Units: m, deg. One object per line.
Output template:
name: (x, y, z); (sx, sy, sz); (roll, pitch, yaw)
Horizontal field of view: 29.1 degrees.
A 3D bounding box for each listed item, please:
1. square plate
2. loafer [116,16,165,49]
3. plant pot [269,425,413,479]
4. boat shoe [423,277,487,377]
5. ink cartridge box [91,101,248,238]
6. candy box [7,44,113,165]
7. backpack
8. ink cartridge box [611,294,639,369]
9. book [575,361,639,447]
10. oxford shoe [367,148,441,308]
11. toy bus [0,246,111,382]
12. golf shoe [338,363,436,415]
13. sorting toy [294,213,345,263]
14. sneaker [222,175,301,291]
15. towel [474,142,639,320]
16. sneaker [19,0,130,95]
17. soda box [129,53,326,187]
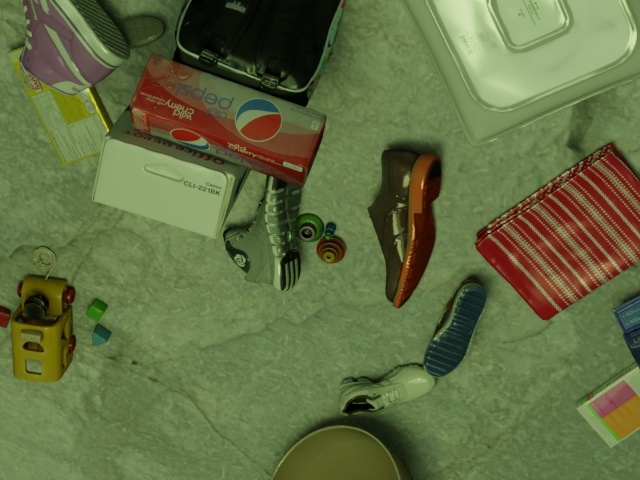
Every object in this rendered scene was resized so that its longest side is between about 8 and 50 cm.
square plate: (0.309, -0.341, 1.818); (0.344, 0.049, 0.347); (-23, 110, 18)
loafer: (-0.300, -0.319, 1.934); (0.125, 0.039, 0.045); (-12, 80, 11)
plant pot: (0.067, 0.484, 2.161); (0.284, 0.284, 0.191); (-31, 145, 21)
boat shoe: (0.227, 0.145, 2.055); (0.066, 0.066, 0.183); (25, 111, -6)
ink cartridge box: (-0.208, -0.132, 1.873); (0.197, 0.273, 0.114); (17, 117, 1)
candy box: (-0.413, -0.229, 1.996); (0.105, 0.027, 0.205); (-16, 112, 18)
backpack: (-0.079, -0.326, 1.794); (0.225, 0.191, 0.253); (20, 78, -2)
ink cartridge box: (0.623, 0.204, 2.012); (0.186, 0.065, 0.311); (-28, 107, 9)
book: (0.520, 0.274, 2.093); (0.144, 0.035, 0.096); (-39, 104, 21)
oxford shoe: (0.127, -0.021, 1.990); (0.098, 0.097, 0.271); (17, 114, 23)
toy bus: (-0.488, 0.149, 2.149); (0.191, 0.104, 0.202); (-37, 106, 22)
golf shoe: (0.115, 0.268, 2.124); (0.176, 0.086, 0.069); (-16, 110, 14)
sorting toy: (0.000, 0.000, 2.034); (0.102, 0.042, 0.061); (40, 115, -11)
sneaker: (-0.105, -0.033, 2.016); (0.132, 0.086, 0.228); (7, 102, 31)
towel: (0.408, -0.006, 1.975); (0.275, 0.031, 0.199); (-36, 106, 22)
sneaker: (-0.432, -0.351, 1.884); (0.161, 0.102, 0.282); (-30, 93, 27)
soda box: (-0.129, -0.168, 1.733); (0.263, 0.083, 0.092); (19, 72, 2)
